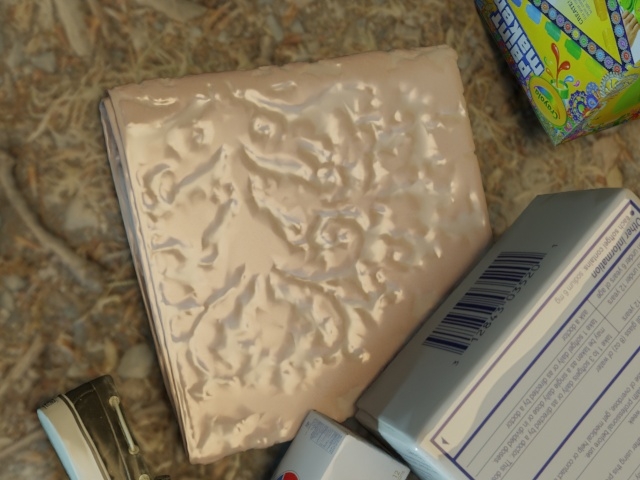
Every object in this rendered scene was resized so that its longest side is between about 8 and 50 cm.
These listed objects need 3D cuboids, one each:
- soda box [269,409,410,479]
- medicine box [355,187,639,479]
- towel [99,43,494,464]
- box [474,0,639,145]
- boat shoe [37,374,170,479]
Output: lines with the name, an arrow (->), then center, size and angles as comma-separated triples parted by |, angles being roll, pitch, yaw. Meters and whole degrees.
soda box -> -0.021, 0.253, 0.877 | 0.074, 0.069, 0.216 | 33, 85, -27
medicine box -> 0.228, 0.149, 0.905 | 0.289, 0.149, 0.263 | 45, 78, -13
towel -> 0.000, 0.000, 0.949 | 0.331, 0.053, 0.317 | -12, 90, -24
box -> 0.346, -0.258, 0.989 | 0.289, 0.279, 0.177 | -19, 74, -24
boat shoe -> -0.140, 0.211, 0.850 | 0.070, 0.077, 0.219 | -27, 94, -23
